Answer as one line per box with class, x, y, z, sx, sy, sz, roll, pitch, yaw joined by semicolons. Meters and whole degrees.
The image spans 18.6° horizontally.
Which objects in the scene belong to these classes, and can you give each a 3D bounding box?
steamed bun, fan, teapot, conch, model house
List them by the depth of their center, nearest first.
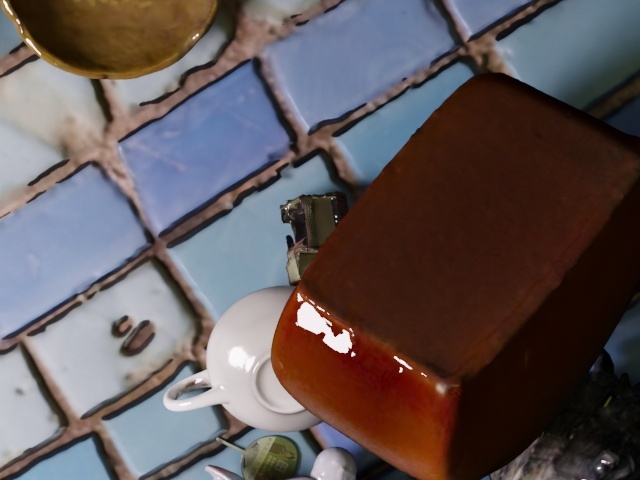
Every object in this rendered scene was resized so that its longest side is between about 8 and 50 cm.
steamed bun;0.136;0.048;1.717;0.235;0.248;0.379;30;60;19
conch;0.262;0.256;1.821;0.240;0.186;0.313;22;77;-31
teapot;-0.043;0.117;1.828;0.226;0.092;0.145;-19;108;5
model house;0.000;0.000;1.837;0.058;0.057;0.083;-4;77;-27
fan;-0.055;0.207;1.881;0.060;0.003;0.080;-34;97;2

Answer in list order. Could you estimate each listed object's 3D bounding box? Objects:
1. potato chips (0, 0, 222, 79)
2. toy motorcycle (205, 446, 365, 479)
potato chips;-0.188;-0.246;1.790;0.208;0.062;0.195;-37;102;1
toy motorcycle;-0.006;0.278;1.848;0.260;0.110;0.171;18;82;1
